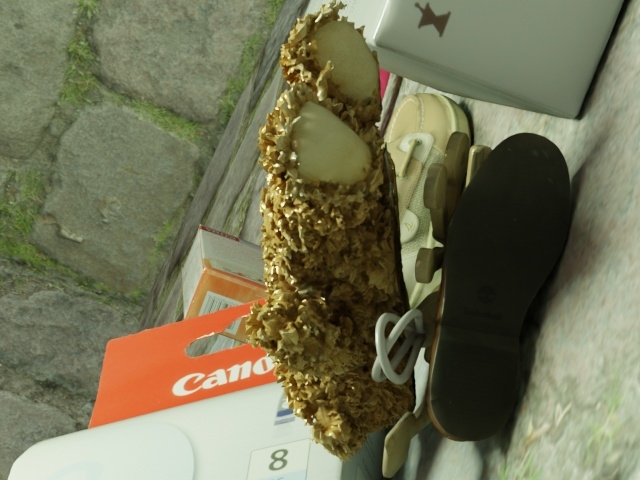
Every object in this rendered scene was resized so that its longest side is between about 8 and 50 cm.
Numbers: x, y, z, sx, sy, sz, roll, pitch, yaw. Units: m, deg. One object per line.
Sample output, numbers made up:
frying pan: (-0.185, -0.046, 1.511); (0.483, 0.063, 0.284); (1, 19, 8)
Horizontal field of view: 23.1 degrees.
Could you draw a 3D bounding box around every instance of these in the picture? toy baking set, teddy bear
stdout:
toy baking set: (0.074, 0.042, 1.071); (0.197, 0.030, 0.256); (46, -125, -67)
teddy bear: (0.000, 0.000, 1.088); (0.338, 0.113, 0.245); (76, -167, -61)

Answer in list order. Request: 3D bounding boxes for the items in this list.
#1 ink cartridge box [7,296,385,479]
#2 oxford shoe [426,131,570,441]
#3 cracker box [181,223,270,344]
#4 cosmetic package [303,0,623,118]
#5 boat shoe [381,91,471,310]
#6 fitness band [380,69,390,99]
ink cartridge box: (-0.099, 0.146, 1.328); (0.385, 0.308, 0.091); (-83, -28, -53)
oxford shoe: (0.109, 0.030, 1.036); (0.076, 0.076, 0.212); (113, 176, -78)
cracker box: (-0.068, 0.058, 1.696); (0.232, 0.155, 0.067); (-112, 43, -77)
cosmetic package: (0.118, -0.242, 1.280); (0.453, 0.161, 0.230); (-129, 60, -79)
boat shoe: (0.063, -0.043, 1.349); (0.302, 0.098, 0.109); (-81, 15, -51)
fitness band: (0.015, -0.104, 1.859); (0.209, 0.054, 0.291); (-90, 22, -71)
